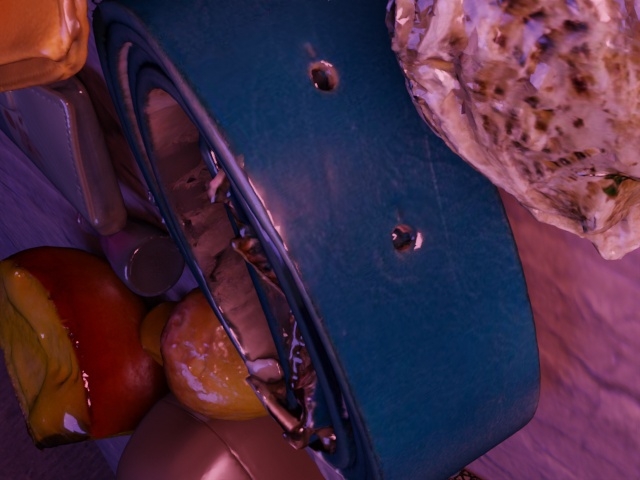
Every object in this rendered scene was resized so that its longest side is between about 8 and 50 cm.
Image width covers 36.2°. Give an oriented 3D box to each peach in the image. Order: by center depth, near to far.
[{"bbox_3d":[-0.371,0.178,1.580,0.380,0.242,0.306,62,139,31],"label":"peach"}]

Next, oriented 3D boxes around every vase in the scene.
[{"bbox_3d":[-0.269,-0.002,1.338,0.214,0.086,0.086,32,150,49],"label":"vase"}]

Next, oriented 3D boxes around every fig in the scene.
[{"bbox_3d":[-0.047,0.138,1.071,0.257,0.159,0.159,17,142,23],"label":"fig"}]

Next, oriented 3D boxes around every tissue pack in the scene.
[{"bbox_3d":[-0.077,0.362,1.243,0.267,0.277,0.387,2,126,59],"label":"tissue pack"}]

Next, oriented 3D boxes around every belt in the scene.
[{"bbox_3d":[0.000,-0.002,0.701,0.300,0.173,0.437,37,150,54],"label":"belt"}]

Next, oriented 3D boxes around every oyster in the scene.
[{"bbox_3d":[0.120,-0.105,0.430,0.198,0.112,0.268,28,145,5],"label":"oyster"}]

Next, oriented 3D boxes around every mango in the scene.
[{"bbox_3d":[-0.191,0.144,1.381,0.165,0.089,0.115,18,141,49],"label":"mango"}]

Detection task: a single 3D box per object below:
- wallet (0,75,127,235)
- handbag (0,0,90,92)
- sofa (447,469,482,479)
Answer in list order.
[{"bbox_3d":[-0.379,-0.179,1.277,0.360,0.083,0.252,40,153,35],"label":"wallet"},{"bbox_3d":[-0.266,-0.300,0.663,0.283,0.133,0.401,-170,73,-64],"label":"handbag"},{"bbox_3d":[0.137,0.259,0.983,0.118,0.039,0.060,18,138,54],"label":"sofa"}]
